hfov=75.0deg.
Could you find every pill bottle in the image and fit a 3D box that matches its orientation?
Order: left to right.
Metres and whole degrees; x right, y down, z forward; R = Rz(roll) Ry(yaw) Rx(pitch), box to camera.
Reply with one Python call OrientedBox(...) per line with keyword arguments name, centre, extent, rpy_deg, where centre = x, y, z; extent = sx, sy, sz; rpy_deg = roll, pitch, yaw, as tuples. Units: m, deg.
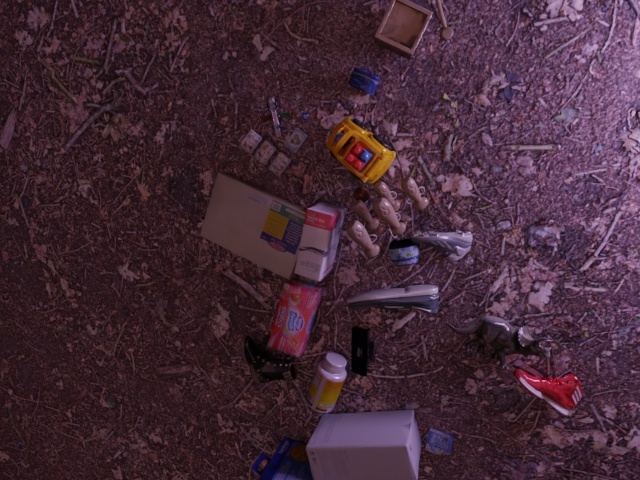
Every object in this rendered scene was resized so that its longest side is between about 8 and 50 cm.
OrientedBox(name="pill bottle", centre=(0.027, 0.540, 1.595), extent=(0.117, 0.117, 0.214), rpy_deg=(23, 108, 12))

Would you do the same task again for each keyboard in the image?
OrientedBox(name="keyboard", centre=(0.165, 0.420, 1.576), extent=(0.100, 0.038, 0.191), rpy_deg=(12, 108, 39))

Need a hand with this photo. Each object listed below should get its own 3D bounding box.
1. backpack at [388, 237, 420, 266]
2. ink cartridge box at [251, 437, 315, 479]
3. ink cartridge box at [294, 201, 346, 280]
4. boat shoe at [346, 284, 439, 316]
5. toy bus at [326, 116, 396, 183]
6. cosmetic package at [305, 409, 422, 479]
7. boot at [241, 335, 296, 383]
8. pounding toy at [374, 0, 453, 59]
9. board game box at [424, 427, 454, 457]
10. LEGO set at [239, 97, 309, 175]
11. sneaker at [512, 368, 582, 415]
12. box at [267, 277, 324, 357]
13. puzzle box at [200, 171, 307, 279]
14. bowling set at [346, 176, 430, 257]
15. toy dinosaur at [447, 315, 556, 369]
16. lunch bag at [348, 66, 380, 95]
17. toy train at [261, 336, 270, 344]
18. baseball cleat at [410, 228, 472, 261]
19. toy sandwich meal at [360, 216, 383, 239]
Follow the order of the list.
OrientedBox(name="backpack", centre=(0.283, 0.040, 1.399), extent=(0.105, 0.114, 0.084), rpy_deg=(-11, 99, 19))
OrientedBox(name="ink cartridge box", centre=(-0.071, 0.943, 1.638), extent=(0.396, 0.270, 0.151), rpy_deg=(3, 101, 17))
OrientedBox(name="ink cartridge box", centre=(0.000, 0.000, 1.450), extent=(0.100, 0.172, 0.237), rpy_deg=(16, 107, 14))
OrientedBox(name="boat shoe", centre=(0.250, 0.221, 1.452), extent=(0.320, 0.116, 0.099), rpy_deg=(-8, 96, 14))
OrientedBox(name="toy bus", centre=(0.108, -0.286, 1.330), extent=(0.220, 0.211, 0.149), rpy_deg=(41, 113, 7))
OrientedBox(name="cosmetic package", centre=(0.167, 0.761, 1.551), extent=(0.385, 0.217, 0.156), rpy_deg=(-10, 99, 22))
OrientedBox(name="boot", centre=(-0.204, 0.473, 1.663), extent=(0.179, 0.085, 0.236), rpy_deg=(-7, 116, 18))
OrientedBox(name="pounding toy", centre=(0.295, -0.646, 1.255), extent=(0.206, 0.094, 0.181), rpy_deg=(26, 104, 1))
OrientedBox(name="board game box", centre=(0.445, 0.759, 1.562), extent=(0.090, 0.020, 0.090), rpy_deg=(13, 106, 16))
OrientedBox(name="LEGO set", centre=(-0.147, -0.382, 1.491), extent=(0.182, 0.060, 0.244), rpy_deg=(37, 112, -6))
OrientedBox(name="sneaker", centre=(0.755, 0.463, 1.373), extent=(0.221, 0.087, 0.128), rpy_deg=(35, 102, -5))
OrientedBox(name="box", centre=(-0.091, 0.283, 1.552), extent=(0.128, 0.123, 0.256), rpy_deg=(17, 97, 13))
OrientedBox(name="puzzle box", centre=(-0.242, -0.057, 1.580), extent=(0.409, 0.052, 0.272), rpy_deg=(26, 108, 11))
OrientedBox(name="bowling set", centre=(0.206, -0.104, 1.391), extent=(0.287, 0.200, 0.154), rpy_deg=(-37, 121, 9))
OrientedBox(name="toy dinosaur", centre=(0.581, 0.317, 1.384), extent=(0.314, 0.121, 0.160), rpy_deg=(25, 97, 16))
OrientedBox(name="lunch bag", centre=(0.139, -0.517, 1.342), extent=(0.098, 0.067, 0.065), rpy_deg=(29, 109, 11))
OrientedBox(name="toy train", centre=(-0.168, 0.385, 1.667), extent=(0.158, 0.036, 0.027), rpy_deg=(-21, 88, 18))
OrientedBox(name="baseball cleat", centre=(0.394, 0.019, 1.356), extent=(0.206, 0.072, 0.109), rpy_deg=(-2, 105, -2))
OrientedBox(name="toy sandwich meal", centre=(0.176, -0.041, 1.460), extent=(0.086, 0.029, 0.085), rpy_deg=(4, 104, 17))
